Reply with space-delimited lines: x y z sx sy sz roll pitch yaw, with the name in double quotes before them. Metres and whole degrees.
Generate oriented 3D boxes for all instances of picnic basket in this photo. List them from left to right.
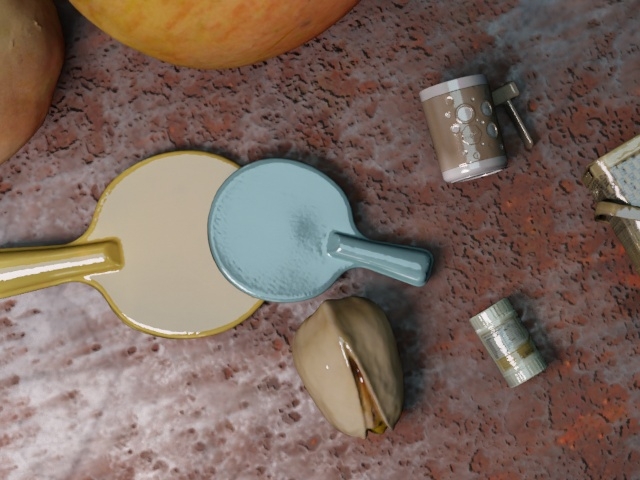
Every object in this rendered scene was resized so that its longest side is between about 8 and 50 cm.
"picnic basket" 0.392 -0.067 1.506 0.266 0.165 0.139 -30 84 4

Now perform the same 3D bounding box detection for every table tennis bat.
"table tennis bat" -0.197 0.013 1.624 0.320 0.050 0.198 -9 86 2
"table tennis bat" 0.000 0.000 1.598 0.237 0.038 0.149 14 81 1

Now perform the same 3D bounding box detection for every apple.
"apple" -0.103 -0.335 1.478 0.364 0.364 0.364 0 88 6

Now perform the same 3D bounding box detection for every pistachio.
"pistachio" 0.033 0.128 1.566 0.113 0.113 0.149 -26 91 5

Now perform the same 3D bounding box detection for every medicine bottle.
"medicine bottle" 0.192 0.104 1.581 0.047 0.047 0.083 -32 85 4

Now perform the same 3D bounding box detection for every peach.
"peach" -0.396 -0.191 1.546 0.292 0.247 0.292 -4 100 -21

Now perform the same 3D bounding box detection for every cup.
"cup" 0.157 -0.114 1.589 0.074 0.102 0.099 -16 87 44
